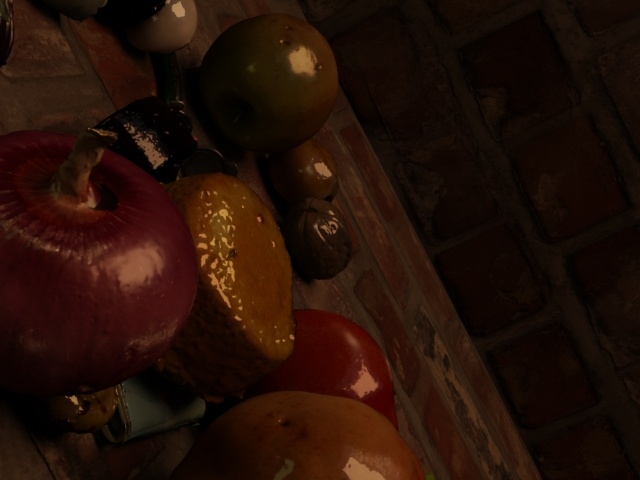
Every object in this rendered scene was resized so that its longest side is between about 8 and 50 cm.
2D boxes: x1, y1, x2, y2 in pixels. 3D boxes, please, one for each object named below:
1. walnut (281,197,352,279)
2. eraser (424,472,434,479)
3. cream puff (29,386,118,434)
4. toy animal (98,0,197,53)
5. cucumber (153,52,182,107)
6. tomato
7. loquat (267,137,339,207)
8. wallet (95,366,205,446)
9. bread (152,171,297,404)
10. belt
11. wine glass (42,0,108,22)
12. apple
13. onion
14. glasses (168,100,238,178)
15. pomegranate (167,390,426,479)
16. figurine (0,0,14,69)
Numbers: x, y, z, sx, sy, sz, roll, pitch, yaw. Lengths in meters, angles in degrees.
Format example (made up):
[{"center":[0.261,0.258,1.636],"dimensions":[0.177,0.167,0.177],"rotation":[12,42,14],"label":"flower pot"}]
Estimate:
[{"center":[-0.002,0.001,2.489],"dimensions":[0.178,0.178,0.230],"rotation":[-94,165,-51],"label":"walnut"},{"center":[0.229,0.652,2.342],"dimensions":[0.274,0.092,0.210],"rotation":[28,39,-65],"label":"eraser"},{"center":[-0.337,0.194,1.332],"dimensions":[0.149,0.084,0.149],"rotation":[49,26,-33],"label":"cream puff"},{"center":[-0.364,-0.499,2.128],"dimensions":[0.235,0.165,0.187],"rotation":[48,24,-47],"label":"toy animal"},{"center":[-0.337,-0.375,2.222],"dimensions":[0.056,0.056,0.284],"rotation":[41,31,-53],"label":"cucumber"},{"center":[-0.023,0.279,1.738],"dimensions":[0.325,0.289,0.293],"rotation":[123,-42,-56],"label":"tomato"},{"center":[-0.048,-0.179,2.587],"dimensions":[0.227,0.179,0.179],"rotation":[58,14,19],"label":"loquat"},{"center":[-0.269,0.211,1.526],"dimensions":[0.176,0.075,0.250],"rotation":[70,17,10],"label":"wallet"},{"center":[-0.168,0.059,1.548],"dimensions":[0.337,0.204,0.358],"rotation":[54,22,-46],"label":"bread"},{"center":[-0.310,-0.138,1.715],"dimensions":[0.164,0.184,0.289],"rotation":[50,18,-4],"label":"belt"},{"center":[-0.494,-0.505,1.813],"dimensions":[0.241,0.126,0.126],"rotation":[39,29,-49],"label":"wine glass"},{"center":[-0.123,-0.363,2.386],"dimensions":[0.339,0.338,0.305],"rotation":[59,32,-17],"label":"apple"},{"center":[-0.311,0.001,1.232],"dimensions":[0.358,0.345,0.358],"rotation":[34,9,-6],"label":"onion"},{"center":[-0.259,-0.114,1.959],"dimensions":[0.234,0.118,0.268],"rotation":[52,20,-38],"label":"glasses"},{"center":[-0.037,0.406,1.426],"dimensions":[0.411,0.411,0.412],"rotation":[54,19,-29],"label":"pomegranate"},{"center":[-0.548,-0.352,1.386],"dimensions":[0.281,0.167,0.370],"rotation":[-21,72,-40],"label":"figurine"}]
